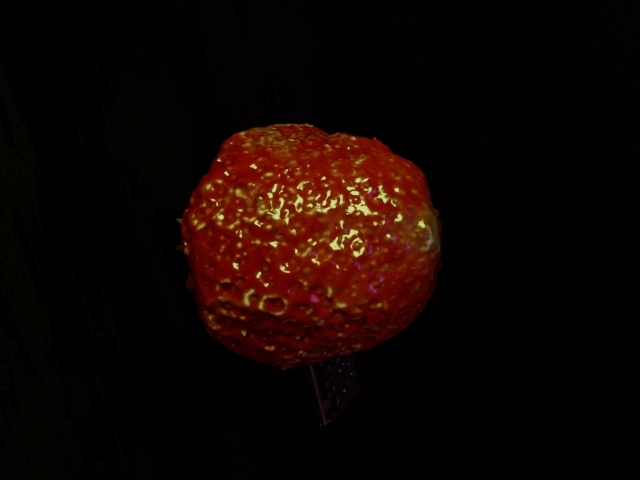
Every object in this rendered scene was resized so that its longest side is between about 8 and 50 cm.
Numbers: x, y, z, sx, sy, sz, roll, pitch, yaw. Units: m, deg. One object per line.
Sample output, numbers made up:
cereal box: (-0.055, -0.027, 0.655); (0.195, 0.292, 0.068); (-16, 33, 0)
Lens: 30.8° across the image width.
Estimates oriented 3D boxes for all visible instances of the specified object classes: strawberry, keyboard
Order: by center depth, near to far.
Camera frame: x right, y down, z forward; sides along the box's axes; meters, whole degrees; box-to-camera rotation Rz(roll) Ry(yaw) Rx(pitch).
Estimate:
strawberry: (0.000, 0.000, 1.171); (0.257, 0.276, 0.257); (16, 71, -54)
keyboard: (-0.011, 0.060, 1.381); (0.106, 0.027, 0.317); (-37, 117, -56)
